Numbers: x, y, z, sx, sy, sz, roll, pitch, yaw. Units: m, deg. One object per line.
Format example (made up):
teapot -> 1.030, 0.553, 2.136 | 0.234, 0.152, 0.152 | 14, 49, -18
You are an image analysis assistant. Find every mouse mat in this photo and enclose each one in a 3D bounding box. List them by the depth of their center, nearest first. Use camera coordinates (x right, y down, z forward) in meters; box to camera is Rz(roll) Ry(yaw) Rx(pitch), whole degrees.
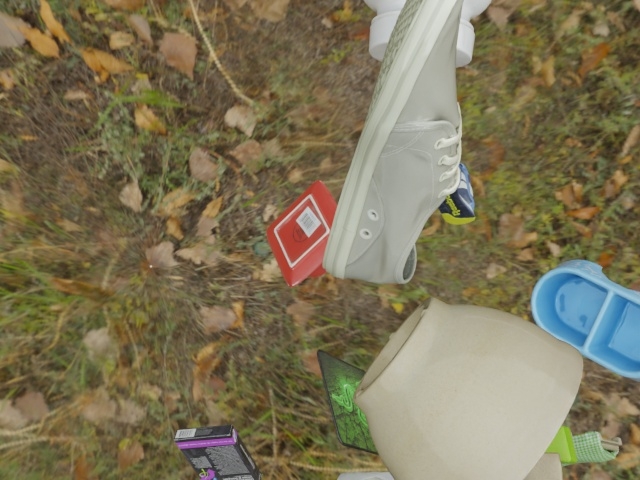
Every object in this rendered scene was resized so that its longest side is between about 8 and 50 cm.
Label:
mouse mat -> 0.053, 0.257, 1.277 | 0.007, 0.190, 0.152 | -25, 61, 17

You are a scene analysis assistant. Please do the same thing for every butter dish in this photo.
butter dish -> 0.000, 0.000, 1.520 | 0.160, 0.160, 0.118 | -44, 137, 19

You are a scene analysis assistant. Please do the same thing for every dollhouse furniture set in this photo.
dollhouse furniture set -> 0.375, 0.400, 1.376 | 0.301, 0.197, 0.151 | 24, 62, -52

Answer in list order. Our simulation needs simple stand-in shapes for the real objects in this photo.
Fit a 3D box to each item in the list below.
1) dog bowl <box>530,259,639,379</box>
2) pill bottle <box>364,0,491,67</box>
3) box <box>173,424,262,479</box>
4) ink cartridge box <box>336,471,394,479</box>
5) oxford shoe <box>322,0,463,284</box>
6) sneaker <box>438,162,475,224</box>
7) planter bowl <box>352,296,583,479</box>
dog bowl -> 0.517, 0.145, 1.492 | 0.074, 0.297, 0.166 | 3, 112, -52
pill bottle -> 0.185, -0.508, 1.371 | 0.229, 0.229, 0.407 | 6, 88, -11
box -> -0.191, 0.410, 1.545 | 0.116, 0.029, 0.162 | -9, 127, 16
ink cartridge box -> 0.115, 0.480, 1.320 | 0.087, 0.153, 0.208 | -51, 123, -51
oxford shoe -> 0.107, -0.115, 0.934 | 0.130, 0.449, 0.169 | 18, 43, 3
sneaker -> 0.170, -0.083, 1.099 | 0.053, 0.144, 0.059 | -5, 52, 23
planter bowl -> 0.093, 0.110, 0.592 | 0.109, 0.162, 0.162 | 37, 81, 1
